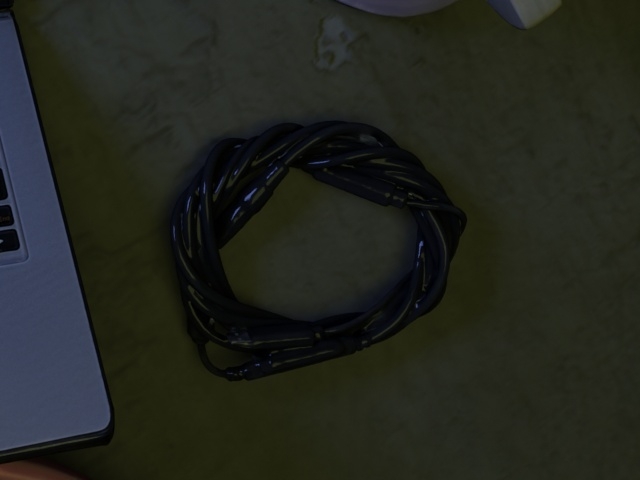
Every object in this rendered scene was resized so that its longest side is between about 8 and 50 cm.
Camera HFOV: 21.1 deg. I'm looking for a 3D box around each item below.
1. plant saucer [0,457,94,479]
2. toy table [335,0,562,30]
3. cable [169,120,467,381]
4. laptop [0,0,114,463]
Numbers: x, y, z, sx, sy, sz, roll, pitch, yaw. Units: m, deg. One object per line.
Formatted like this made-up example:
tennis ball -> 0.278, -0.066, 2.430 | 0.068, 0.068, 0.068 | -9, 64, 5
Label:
plant saucer -> -0.227, 0.270, 0.992 | 0.332, 0.084, 0.332 | -5, 104, -18
toy table -> 0.029, -0.237, 0.925 | 0.252, 0.161, 0.274 | -46, 114, -4
cable -> 0.000, 0.000, 1.037 | 0.184, 0.047, 0.151 | -14, 102, -14
laptop -> -0.313, -0.096, 0.783 | 0.382, 0.236, 0.408 | -10, 66, -17
